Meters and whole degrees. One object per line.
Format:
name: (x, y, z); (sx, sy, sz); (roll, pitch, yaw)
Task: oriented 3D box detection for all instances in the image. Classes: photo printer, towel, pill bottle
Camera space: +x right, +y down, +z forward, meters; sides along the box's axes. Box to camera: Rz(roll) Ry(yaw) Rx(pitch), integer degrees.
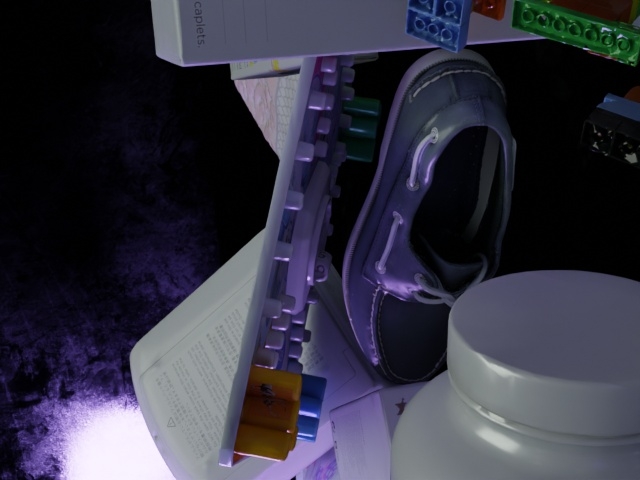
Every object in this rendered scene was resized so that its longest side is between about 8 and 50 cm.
photo printer: (-0.082, 0.162, 1.152); (0.256, 0.307, 0.107); (56, -160, 23)
towel: (-0.063, -0.276, 1.382); (0.332, 0.053, 0.317); (98, 152, -47)
pill bottle: (0.128, 0.187, 0.525); (0.181, 0.181, 0.323); (-123, 29, -65)

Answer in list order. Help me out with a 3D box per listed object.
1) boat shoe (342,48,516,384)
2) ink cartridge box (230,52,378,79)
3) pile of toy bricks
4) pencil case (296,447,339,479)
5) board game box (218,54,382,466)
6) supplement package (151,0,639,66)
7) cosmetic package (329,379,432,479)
boat shoe: (0.089, 0.009, 0.782); (0.099, 0.116, 0.319); (-106, 20, -54)
ink cartridge box: (-0.029, -0.272, 1.112); (0.212, 0.093, 0.154); (7, 105, 58)
pile of toy bricks: (0.145, -0.123, 0.465); (0.212, 0.105, 0.118); (27, 139, 25)
pencil case: (0.044, 0.294, 1.136); (0.124, 0.113, 0.273); (63, 169, -1)
board game box: (0.000, 0.000, 0.873); (0.390, 0.050, 0.390); (70, -148, -80)
supplement package: (0.028, -0.217, 0.584); (0.198, 0.262, 0.199); (-137, 42, -72)
cosmetic package: (0.087, 0.177, 0.875); (0.231, 0.117, 0.086); (125, 137, -74)
